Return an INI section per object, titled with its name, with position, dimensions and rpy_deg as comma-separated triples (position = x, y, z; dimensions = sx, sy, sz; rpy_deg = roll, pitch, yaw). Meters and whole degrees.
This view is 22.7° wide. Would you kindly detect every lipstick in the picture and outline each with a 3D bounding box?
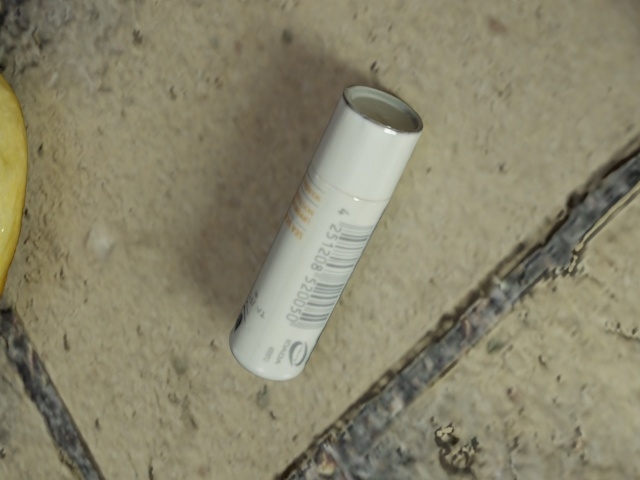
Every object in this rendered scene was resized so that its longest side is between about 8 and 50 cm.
[lipstick]
position = 0.000, 0.000, 0.715
dimensions = 0.040, 0.040, 0.141
rpy_deg = 42, 121, 30

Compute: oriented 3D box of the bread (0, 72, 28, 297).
[bread]
position = -0.260, -0.043, 0.885
dimensions = 0.236, 0.120, 0.198
rpy_deg = 36, 115, 32
